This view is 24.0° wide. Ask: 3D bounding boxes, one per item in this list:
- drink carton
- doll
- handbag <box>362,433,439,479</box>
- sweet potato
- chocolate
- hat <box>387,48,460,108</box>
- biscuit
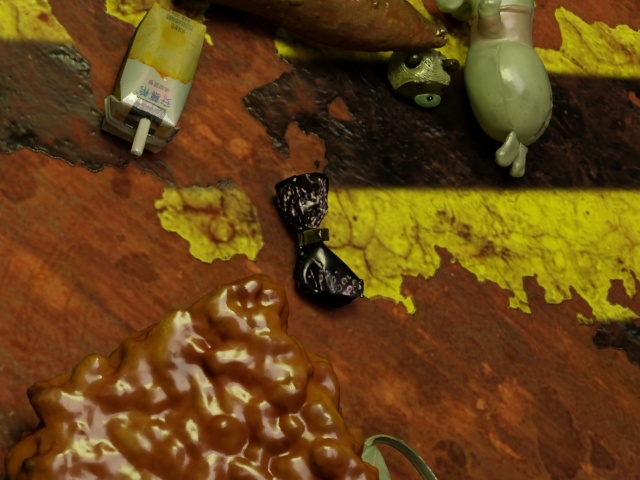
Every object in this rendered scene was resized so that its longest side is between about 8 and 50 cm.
[{"bbox_3d":[-0.180,-0.151,1.591,0.084,0.074,0.200,26,54,-17],"label":"drink carton"},{"bbox_3d":[0.227,-0.219,1.852,0.155,0.113,0.275,33,39,-64],"label":"doll"},{"bbox_3d":[0.061,0.315,1.487,0.219,0.079,0.256,-10,70,-43],"label":"handbag"},{"bbox_3d":[-0.003,-0.295,1.757,0.336,0.131,0.131,18,56,-24],"label":"sweet potato"},{"bbox_3d":[-0.004,0.000,1.629,0.072,0.070,0.147,-17,72,-9],"label":"chocolate"},{"bbox_3d":[0.124,-0.207,1.830,0.077,0.059,0.076,22,50,-16],"label":"hat"},{"bbox_3d":[-0.104,0.219,1.360,0.318,0.110,0.312,-28,78,-11],"label":"biscuit"}]
